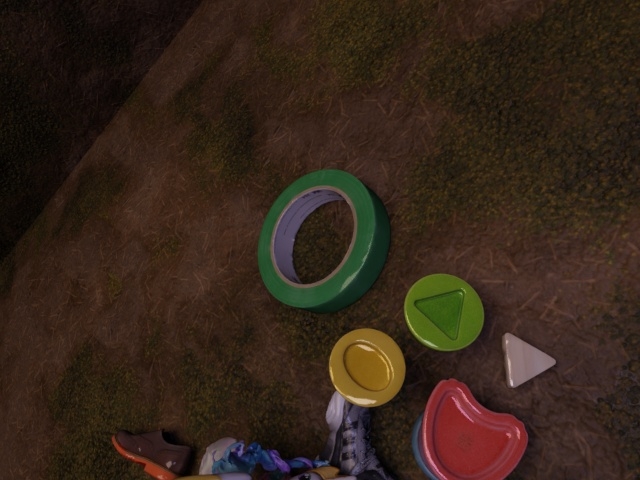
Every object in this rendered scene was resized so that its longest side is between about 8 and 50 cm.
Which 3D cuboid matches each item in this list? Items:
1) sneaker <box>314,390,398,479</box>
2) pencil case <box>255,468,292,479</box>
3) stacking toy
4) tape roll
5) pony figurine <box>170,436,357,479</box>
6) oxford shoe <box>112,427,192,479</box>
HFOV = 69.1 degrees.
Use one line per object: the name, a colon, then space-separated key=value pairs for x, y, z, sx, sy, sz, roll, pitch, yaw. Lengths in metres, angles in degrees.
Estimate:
sneaker: x=0.080 y=0.374 z=0.834 sx=0.152 sy=0.101 sz=0.269 roll=15 pitch=79 yaw=32
pencil case: x=-0.030 y=0.548 z=0.826 sx=0.284 sy=0.124 sz=0.124 roll=39 pitch=97 yaw=43
stacking toy: x=0.197 y=0.228 z=0.779 sx=0.309 sy=0.130 sz=0.279 roll=41 pitch=72 yaw=17
tape roll: x=0.000 y=0.000 z=1.052 sx=0.321 sy=0.077 sz=0.322 roll=-14 pitch=65 yaw=32
pony figurine: x=-0.158 y=0.442 z=0.714 sx=0.351 sy=0.363 sz=0.303 roll=-41 pitch=54 yaw=29
oxford shoe: x=-0.423 y=0.522 z=1.174 sx=0.271 sy=0.097 sz=0.099 roll=8 pitch=58 yaw=35
